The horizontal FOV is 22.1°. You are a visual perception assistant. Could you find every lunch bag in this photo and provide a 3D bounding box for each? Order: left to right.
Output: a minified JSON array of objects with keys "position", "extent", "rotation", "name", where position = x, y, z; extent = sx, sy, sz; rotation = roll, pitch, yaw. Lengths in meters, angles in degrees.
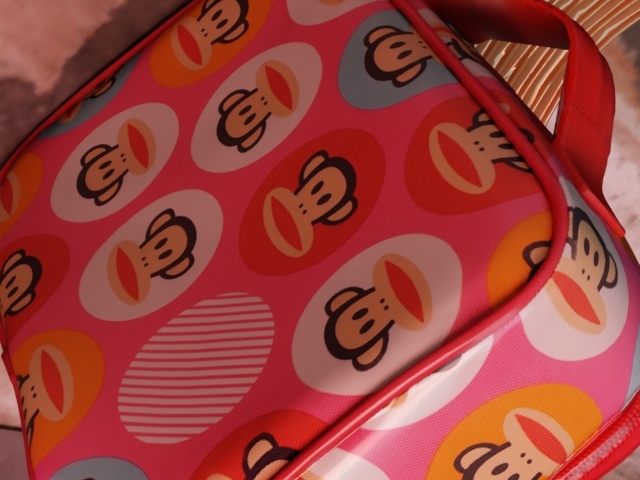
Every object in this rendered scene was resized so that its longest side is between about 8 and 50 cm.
[{"position":[0.000,0.000,0.639],"extent":[0.258,0.293,0.120],"rotation":[-39,128,10],"name":"lunch bag"}]

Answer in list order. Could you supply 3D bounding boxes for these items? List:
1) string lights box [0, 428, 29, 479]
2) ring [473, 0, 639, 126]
[{"position":[-0.247,0.207,0.838],"extent":[0.133,0.077,0.260],"rotation":[13,120,-34],"name":"string lights box"},{"position":[0.206,-0.043,0.853],"extent":[0.336,0.032,0.336],"rotation":[-8,124,-12],"name":"ring"}]
